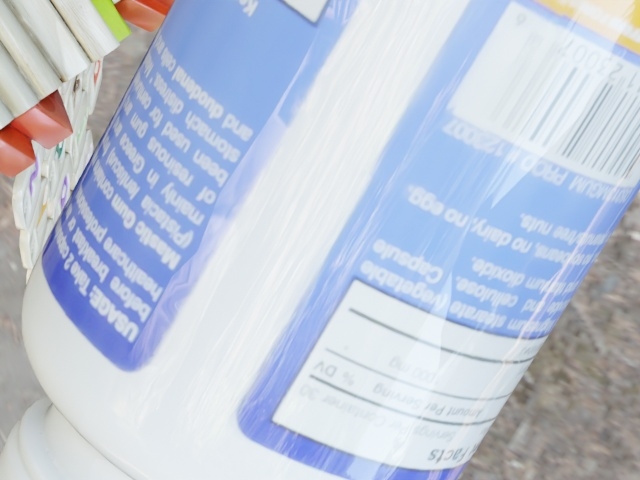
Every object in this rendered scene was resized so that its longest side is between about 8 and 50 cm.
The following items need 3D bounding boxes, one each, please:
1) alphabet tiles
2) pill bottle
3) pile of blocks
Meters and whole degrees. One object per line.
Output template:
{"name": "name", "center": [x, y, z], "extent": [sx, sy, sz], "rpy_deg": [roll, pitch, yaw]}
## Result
{"name": "alphabet tiles", "center": [-0.221, -0.098, 1.598], "extent": [0.021, 0.284, 0.278], "rpy_deg": [7, 56, 3]}
{"name": "pill bottle", "center": [0.000, 0.000, 0.598], "extent": [0.152, 0.152, 0.272], "rpy_deg": [26, 107, -15]}
{"name": "pile of blocks", "center": [-0.194, -0.110, 1.199], "extent": [0.362, 0.149, 0.112], "rpy_deg": [-43, 104, -41]}
